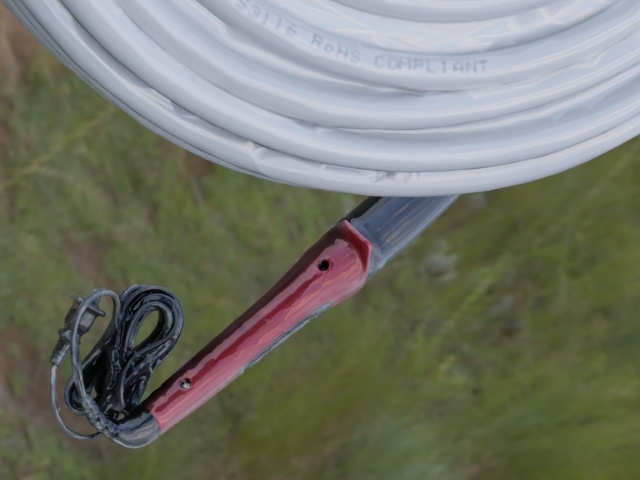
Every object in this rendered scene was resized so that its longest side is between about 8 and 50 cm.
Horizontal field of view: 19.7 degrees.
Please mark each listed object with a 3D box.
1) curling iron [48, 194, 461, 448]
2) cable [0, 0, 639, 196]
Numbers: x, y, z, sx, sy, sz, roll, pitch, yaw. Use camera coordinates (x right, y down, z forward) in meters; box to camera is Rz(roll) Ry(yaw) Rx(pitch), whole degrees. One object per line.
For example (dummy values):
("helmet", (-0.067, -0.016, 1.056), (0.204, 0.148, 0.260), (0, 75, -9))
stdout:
("curling iron", (0.000, 0.000, 0.798), (0.068, 0.274, 0.035), (62, -20, -11))
("cable", (0.023, -0.139, 0.439), (0.089, 0.257, 0.257), (39, -30, 66))
